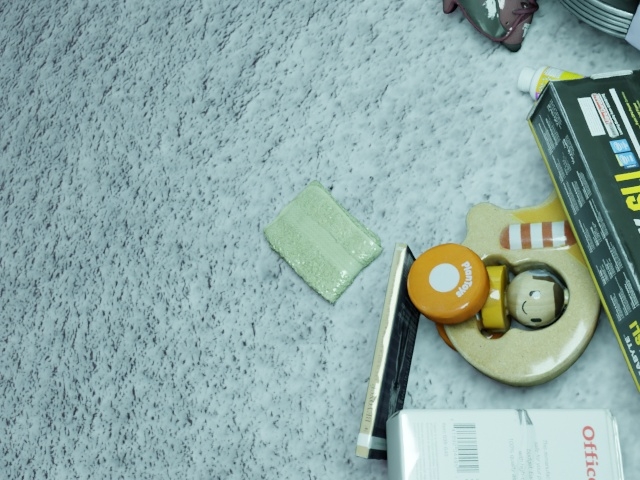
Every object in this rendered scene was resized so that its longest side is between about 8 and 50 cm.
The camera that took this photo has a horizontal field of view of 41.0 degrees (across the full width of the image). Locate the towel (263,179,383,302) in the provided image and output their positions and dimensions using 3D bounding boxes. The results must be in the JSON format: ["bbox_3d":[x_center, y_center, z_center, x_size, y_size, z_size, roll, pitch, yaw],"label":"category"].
[{"bbox_3d":[0.000,0.000,1.093,0.110,0.027,0.148,-48,61,5],"label":"towel"}]

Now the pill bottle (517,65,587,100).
[{"bbox_3d":[0.278,-0.181,1.011,0.083,0.043,0.043,23,85,30],"label":"pill bottle"}]

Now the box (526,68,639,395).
[{"bbox_3d":[0.377,-0.023,0.827,0.257,0.079,0.321,-11,66,-12],"label":"box"}]

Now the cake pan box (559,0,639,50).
[{"bbox_3d":[0.364,-0.322,0.895,0.267,0.070,0.246,-40,66,-17],"label":"cake pan box"}]

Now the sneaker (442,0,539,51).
[{"bbox_3d":[0.279,-0.311,1.038,0.282,0.106,0.162,4,101,15],"label":"sneaker"}]

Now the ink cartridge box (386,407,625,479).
[{"bbox_3d":[0.180,0.248,0.842,0.218,0.092,0.158,1,72,-5],"label":"ink cartridge box"}]

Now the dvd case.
[{"bbox_3d":[0.080,0.128,0.937,0.018,0.164,0.221,8,78,16],"label":"dvd case"}]

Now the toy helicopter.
[{"bbox_3d":[0.272,-0.004,0.912,0.235,0.140,0.355,25,77,32],"label":"toy helicopter"}]
